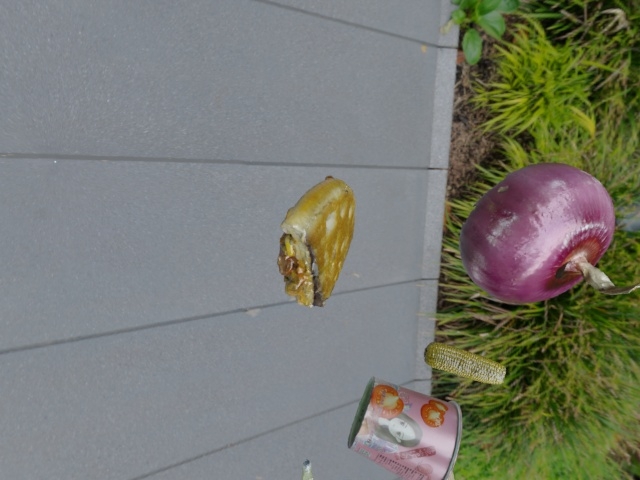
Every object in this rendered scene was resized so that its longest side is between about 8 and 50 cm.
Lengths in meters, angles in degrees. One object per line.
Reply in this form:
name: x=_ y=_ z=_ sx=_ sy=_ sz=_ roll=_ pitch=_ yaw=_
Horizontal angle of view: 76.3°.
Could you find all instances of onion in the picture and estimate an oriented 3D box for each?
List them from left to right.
onion: x=0.516 y=0.014 z=0.967 sx=0.358 sy=0.358 sz=0.345 roll=7 pitch=60 yaw=-34

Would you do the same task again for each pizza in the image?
pizza: x=0.000 y=0.000 z=0.871 sx=0.409 sy=0.114 sz=0.278 roll=-18 pitch=126 yaw=-70

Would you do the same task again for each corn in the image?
corn: x=0.418 y=0.357 z=1.186 sx=0.080 sy=0.231 sz=0.080 roll=13 pitch=90 yaw=-71

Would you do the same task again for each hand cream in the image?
hand cream: x=-0.035 y=0.590 z=1.036 sx=0.035 sy=0.022 sz=0.102 roll=-16 pitch=130 yaw=-21

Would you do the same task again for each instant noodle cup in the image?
instant noodle cup: x=0.211 y=0.493 z=1.066 sx=0.231 sy=0.243 sz=0.243 roll=22 pitch=86 yaw=7

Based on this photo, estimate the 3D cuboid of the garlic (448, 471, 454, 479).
garlic: x=0.353 y=0.755 z=1.369 sx=0.145 sy=0.245 sz=0.164 roll=-22 pitch=126 yaw=-3
